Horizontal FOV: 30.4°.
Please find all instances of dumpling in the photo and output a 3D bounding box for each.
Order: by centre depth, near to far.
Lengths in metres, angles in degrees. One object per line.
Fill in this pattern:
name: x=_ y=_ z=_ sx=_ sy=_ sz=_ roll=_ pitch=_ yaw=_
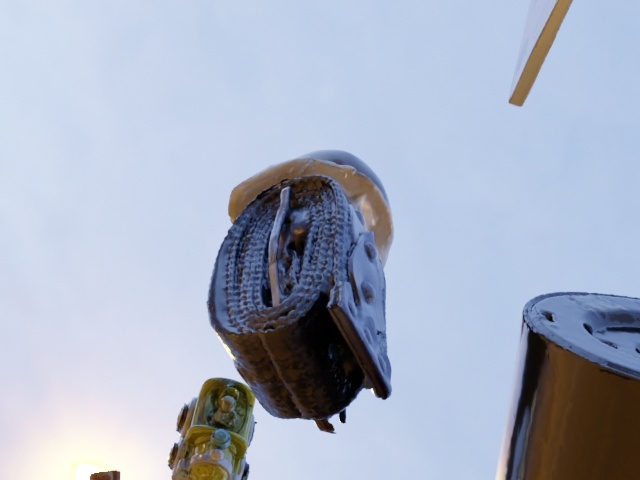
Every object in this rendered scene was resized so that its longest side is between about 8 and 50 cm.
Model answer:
dumpling: x=-0.003 y=-0.011 z=1.352 sx=0.216 sy=0.126 sz=0.166 roll=39 pitch=-96 yaw=-8

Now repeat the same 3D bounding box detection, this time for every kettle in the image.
kettle: x=0.235 y=0.215 z=0.780 sx=0.262 sy=0.203 sz=0.308 roll=14 pitch=-76 yaw=21

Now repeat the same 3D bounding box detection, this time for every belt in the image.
belt: x=-0.009 y=0.051 z=0.922 sx=0.122 sy=0.218 sz=0.128 roll=-19 pitch=-59 yaw=15

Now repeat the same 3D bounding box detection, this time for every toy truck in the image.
toy truck: x=-0.093 y=0.179 z=1.069 sx=0.076 sy=0.111 sz=0.077 roll=17 pitch=-47 yaw=-8

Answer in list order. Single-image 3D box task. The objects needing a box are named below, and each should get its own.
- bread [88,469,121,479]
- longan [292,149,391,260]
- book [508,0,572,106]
bread: x=-0.310 y=0.371 z=1.687 sx=0.047 sy=0.083 sz=0.036 roll=-2 pitch=-28 yaw=-3
longan: x=0.000 y=0.000 z=1.681 sx=0.215 sy=0.246 sz=0.246 roll=-11 pitch=-71 yaw=-2
book: x=0.271 y=-0.328 z=1.306 sx=0.021 sy=0.310 sz=0.217 roll=17 pitch=-34 yaw=0
